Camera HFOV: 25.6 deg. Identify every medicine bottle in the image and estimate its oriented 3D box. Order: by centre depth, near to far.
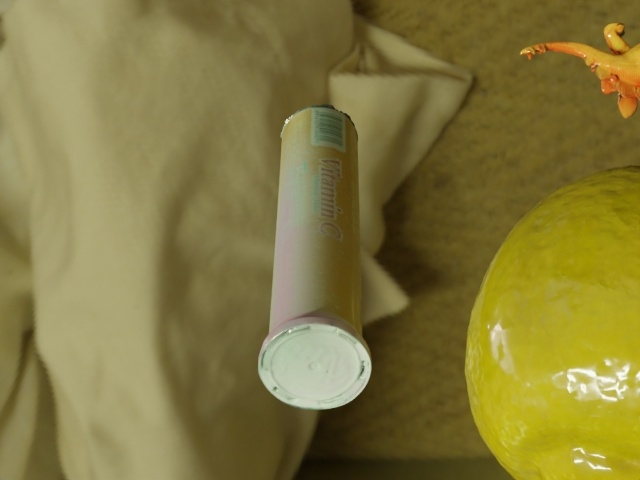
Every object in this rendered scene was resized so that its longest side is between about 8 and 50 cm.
[{"bbox_3d":[0.000,0.000,1.500,0.108,0.426,0.108,1,125,1],"label":"medicine bottle"}]

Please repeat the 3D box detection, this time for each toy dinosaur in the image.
[{"bbox_3d":[0.368,-0.191,1.561,0.288,0.070,0.117,-10,85,-12],"label":"toy dinosaur"}]

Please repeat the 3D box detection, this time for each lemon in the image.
[{"bbox_3d":[0.297,0.098,1.301,0.348,0.348,0.348,9,130,11],"label":"lemon"}]
